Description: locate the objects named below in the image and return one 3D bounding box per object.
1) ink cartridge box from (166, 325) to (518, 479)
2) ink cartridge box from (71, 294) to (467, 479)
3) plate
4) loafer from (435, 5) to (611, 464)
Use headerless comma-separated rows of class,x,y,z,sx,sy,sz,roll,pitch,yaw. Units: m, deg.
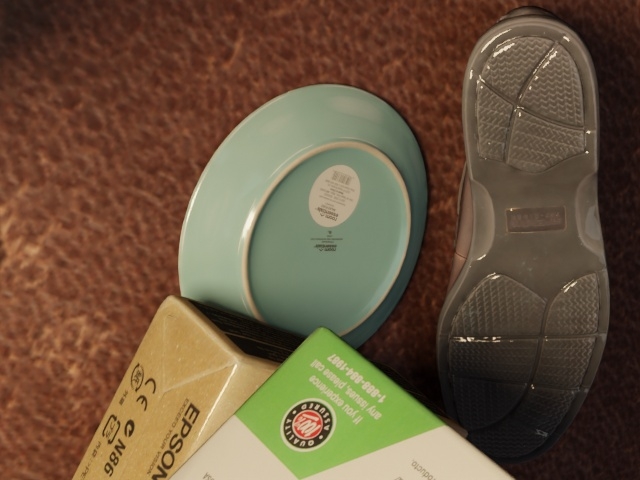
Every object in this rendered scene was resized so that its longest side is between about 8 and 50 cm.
ink cartridge box,-0.020,0.213,0.567,0.289,0.211,0.121,-44,130,-8
ink cartridge box,-0.050,0.170,0.721,0.193,0.088,0.235,22,98,-40
plate,0.000,0.000,0.752,0.188,0.024,0.188,-15,116,-33
loafer,0.135,-0.003,0.814,0.095,0.109,0.303,-67,160,-66
